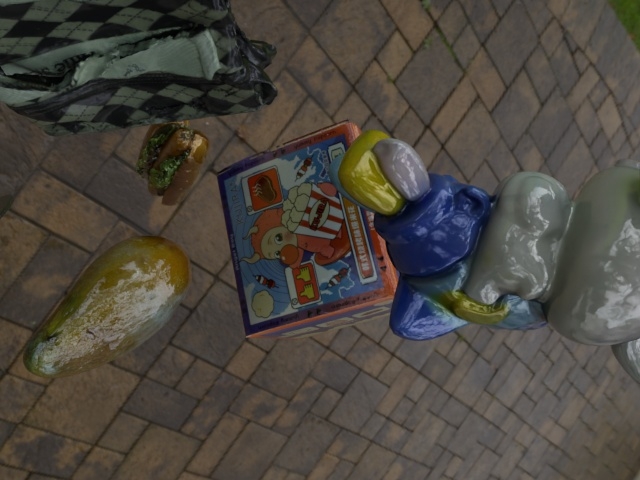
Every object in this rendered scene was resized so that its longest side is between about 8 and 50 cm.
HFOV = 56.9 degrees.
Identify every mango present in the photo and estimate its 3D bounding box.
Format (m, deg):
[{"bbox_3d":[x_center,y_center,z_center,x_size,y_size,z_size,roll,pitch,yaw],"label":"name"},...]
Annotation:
[{"bbox_3d":[-0.336,0.111,0.960,0.316,0.146,0.192,-47,164,-42],"label":"mango"}]

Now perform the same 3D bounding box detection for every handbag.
[{"bbox_3d":[-0.218,-0.238,0.555,0.416,0.317,0.180,72,21,-76],"label":"handbag"}]

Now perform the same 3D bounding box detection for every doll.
[{"bbox_3d":[0.204,0.004,0.588,0.187,0.366,0.376,-49,137,-47],"label":"doll"}]

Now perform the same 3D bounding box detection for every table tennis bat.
[{"bbox_3d":[-0.652,-0.016,1.094,0.131,0.234,0.022,-18,122,14],"label":"table tennis bat"}]

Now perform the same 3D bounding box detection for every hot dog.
[{"bbox_3d":[-0.307,-0.159,1.180,0.100,0.337,0.135,-37,93,-27],"label":"hot dog"}]

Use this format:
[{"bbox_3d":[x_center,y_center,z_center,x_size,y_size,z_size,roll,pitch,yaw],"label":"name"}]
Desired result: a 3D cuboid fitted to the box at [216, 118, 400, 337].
[{"bbox_3d":[0.000,0.000,1.206,0.257,0.319,0.348,24,52,-65],"label":"box"}]
